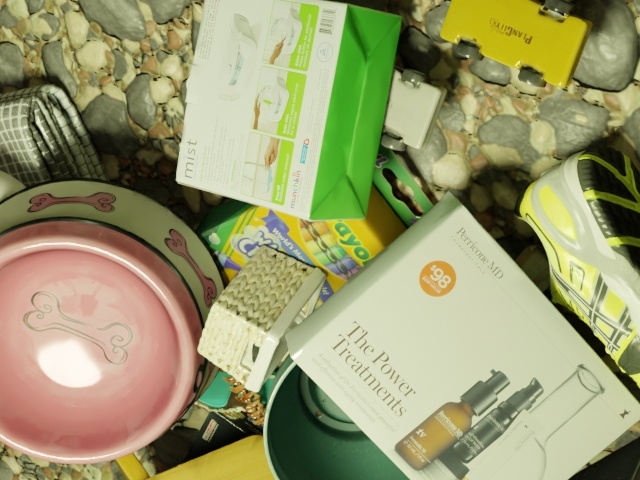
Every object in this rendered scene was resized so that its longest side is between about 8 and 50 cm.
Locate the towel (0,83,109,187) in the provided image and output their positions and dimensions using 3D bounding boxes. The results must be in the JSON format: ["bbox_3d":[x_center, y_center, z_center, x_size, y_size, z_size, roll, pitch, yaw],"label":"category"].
[{"bbox_3d":[-0.460,-0.087,1.911,0.235,0.121,0.283,-8,112,33],"label":"towel"}]

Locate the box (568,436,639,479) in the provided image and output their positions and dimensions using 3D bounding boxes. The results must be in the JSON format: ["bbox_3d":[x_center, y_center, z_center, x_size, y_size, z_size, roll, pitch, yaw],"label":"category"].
[{"bbox_3d":[0.387,0.409,1.690,0.143,0.165,0.270,47,128,-1],"label":"box"}]

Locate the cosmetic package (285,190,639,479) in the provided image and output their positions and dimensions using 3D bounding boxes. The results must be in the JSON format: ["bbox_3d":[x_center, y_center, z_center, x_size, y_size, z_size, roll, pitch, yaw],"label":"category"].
[{"bbox_3d":[0.185,0.170,1.563,0.284,0.097,0.377,-43,105,4],"label":"cosmetic package"}]

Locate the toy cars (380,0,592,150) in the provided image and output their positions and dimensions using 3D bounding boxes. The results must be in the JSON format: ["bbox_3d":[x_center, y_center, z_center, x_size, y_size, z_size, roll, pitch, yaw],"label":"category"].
[{"bbox_3d":[0.166,-0.213,1.507,0.394,0.087,0.176,-21,76,38],"label":"toy cars"}]

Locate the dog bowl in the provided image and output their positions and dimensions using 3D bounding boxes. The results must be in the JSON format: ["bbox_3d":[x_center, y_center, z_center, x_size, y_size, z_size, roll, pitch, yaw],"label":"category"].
[{"bbox_3d":[-0.334,0.128,1.699,0.408,0.150,0.408,1,110,2],"label":"dog bowl"}]

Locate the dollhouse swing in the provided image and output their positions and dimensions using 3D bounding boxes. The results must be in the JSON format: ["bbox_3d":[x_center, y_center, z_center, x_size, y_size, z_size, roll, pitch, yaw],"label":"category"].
[{"bbox_3d":[-0.140,0.423,1.950,0.315,0.305,0.346,-23,128,-3],"label":"dollhouse swing"}]

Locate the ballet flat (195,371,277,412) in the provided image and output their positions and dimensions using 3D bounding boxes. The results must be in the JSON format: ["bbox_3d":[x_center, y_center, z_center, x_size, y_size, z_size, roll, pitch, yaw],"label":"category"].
[{"bbox_3d":[-0.118,0.245,1.939,0.241,0.091,0.077,7,153,31],"label":"ballet flat"}]

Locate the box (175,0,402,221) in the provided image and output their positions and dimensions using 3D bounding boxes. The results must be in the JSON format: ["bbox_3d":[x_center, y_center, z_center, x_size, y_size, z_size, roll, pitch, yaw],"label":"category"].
[{"bbox_3d":[-0.046,-0.175,1.539,0.231,0.127,0.262,16,100,37],"label":"box"}]

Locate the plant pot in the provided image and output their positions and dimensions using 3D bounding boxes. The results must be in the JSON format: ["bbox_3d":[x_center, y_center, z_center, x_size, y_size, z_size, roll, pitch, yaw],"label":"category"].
[{"bbox_3d":[0.060,0.227,1.714,0.293,0.196,0.293,-2,105,-6],"label":"plant pot"}]

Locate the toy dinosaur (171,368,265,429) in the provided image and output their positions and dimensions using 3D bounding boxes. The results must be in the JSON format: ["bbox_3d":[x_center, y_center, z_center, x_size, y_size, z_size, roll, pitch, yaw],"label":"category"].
[{"bbox_3d":[-0.216,0.165,1.880,0.218,0.164,0.322,-49,54,0],"label":"toy dinosaur"}]

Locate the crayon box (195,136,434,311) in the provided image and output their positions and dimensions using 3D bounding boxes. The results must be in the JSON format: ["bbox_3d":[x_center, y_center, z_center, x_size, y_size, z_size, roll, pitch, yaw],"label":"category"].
[{"bbox_3d":[0.000,0.000,1.705,0.323,0.083,0.203,-24,114,36],"label":"crayon box"}]

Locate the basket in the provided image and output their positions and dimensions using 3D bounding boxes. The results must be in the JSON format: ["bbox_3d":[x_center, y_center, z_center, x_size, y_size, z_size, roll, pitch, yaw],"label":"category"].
[{"bbox_3d":[-0.080,0.101,1.655,0.103,0.167,0.113,29,130,9],"label":"basket"}]

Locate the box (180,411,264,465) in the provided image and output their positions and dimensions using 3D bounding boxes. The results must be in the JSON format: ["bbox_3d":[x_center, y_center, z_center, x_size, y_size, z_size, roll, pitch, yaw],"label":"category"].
[{"bbox_3d":[-0.136,0.380,2.039,0.175,0.051,0.220,35,129,6],"label":"box"}]

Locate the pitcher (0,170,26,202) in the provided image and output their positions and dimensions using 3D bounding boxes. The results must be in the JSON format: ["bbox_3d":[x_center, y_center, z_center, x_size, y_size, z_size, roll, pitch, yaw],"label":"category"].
[{"bbox_3d":[-0.462,-0.002,1.816,0.207,0.125,0.178,40,140,-8],"label":"pitcher"}]

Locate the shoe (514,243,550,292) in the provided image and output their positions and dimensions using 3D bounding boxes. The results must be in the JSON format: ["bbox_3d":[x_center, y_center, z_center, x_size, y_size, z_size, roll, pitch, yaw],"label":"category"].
[{"bbox_3d":[0.245,0.100,1.650,0.058,0.076,0.219,39,127,11],"label":"shoe"}]

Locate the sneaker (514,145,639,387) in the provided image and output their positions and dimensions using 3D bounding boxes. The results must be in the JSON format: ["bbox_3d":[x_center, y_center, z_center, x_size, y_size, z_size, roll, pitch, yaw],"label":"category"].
[{"bbox_3d":[0.380,0.068,1.536,0.147,0.145,0.384,-19,99,48],"label":"sneaker"}]
